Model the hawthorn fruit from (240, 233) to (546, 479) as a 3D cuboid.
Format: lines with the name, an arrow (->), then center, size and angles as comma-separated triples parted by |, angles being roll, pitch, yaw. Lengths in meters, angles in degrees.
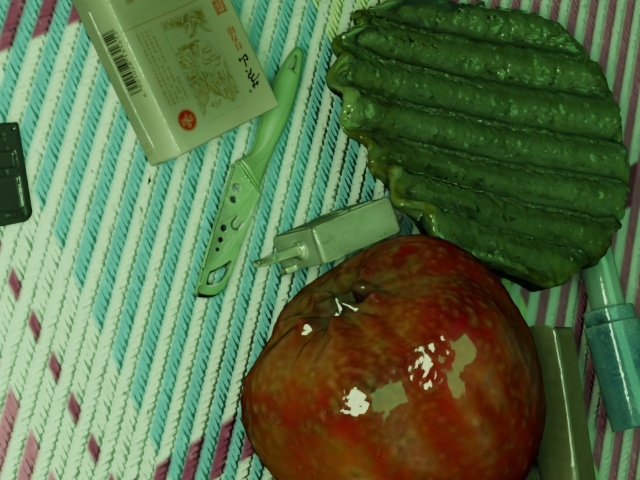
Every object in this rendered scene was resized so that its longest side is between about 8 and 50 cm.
hawthorn fruit -> 0.090, 0.169, 1.560 | 0.287, 0.287, 0.330 | -52, 125, -31

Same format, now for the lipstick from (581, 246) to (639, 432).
lipstick -> 0.329, 0.079, 1.863 | 0.068, 0.061, 0.274 | -3, 77, -49

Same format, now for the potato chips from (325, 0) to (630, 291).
potato chips -> 0.194, -0.109, 1.759 | 0.429, 0.070, 0.358 | 7, 60, -38

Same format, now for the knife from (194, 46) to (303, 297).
knife -> -0.070, -0.072, 1.624 | 0.043, 0.020, 0.293 | 31, 65, -30

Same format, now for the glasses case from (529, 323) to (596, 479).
glasses case -> 0.252, 0.189, 1.787 | 0.102, 0.070, 0.193 | 3, 78, -66

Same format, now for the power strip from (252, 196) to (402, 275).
power strip -> 0.000, 0.000, 1.625 | 0.175, 0.075, 0.042 | -23, 96, -38

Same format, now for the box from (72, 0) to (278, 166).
box -> -0.142, -0.190, 1.569 | 0.141, 0.058, 0.201 | -32, 100, -36

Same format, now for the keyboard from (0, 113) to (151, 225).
keyboard -> -0.331, -0.057, 1.422 | 0.381, 0.041, 0.103 | -7, 86, -31
